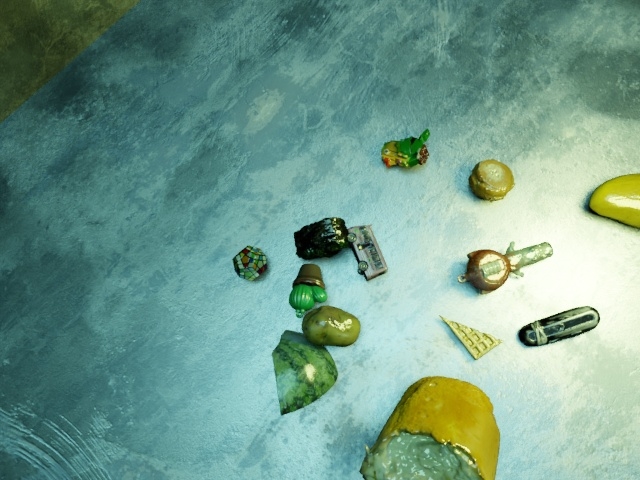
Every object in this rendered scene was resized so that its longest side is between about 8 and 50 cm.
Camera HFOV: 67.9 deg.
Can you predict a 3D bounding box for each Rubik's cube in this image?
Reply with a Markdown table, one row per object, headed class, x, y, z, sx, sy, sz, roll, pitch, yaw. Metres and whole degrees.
| class | x | y | z | sx | sy | sz | roll | pitch | yaw |
| --- | --- | --- | --- | --- | --- | --- | --- | --- | --- |
| Rubik's cube | -0.262 | 0.084 | 1.765 | 0.133 | 0.133 | 0.112 | 30 | 105 | 15 |

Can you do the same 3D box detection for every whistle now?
| class | x | y | z | sx | sy | sz | roll | pitch | yaw |
| --- | --- | --- | --- | --- | --- | --- | --- | --- | --- |
| whistle | 0.630 | 0.083 | 1.630 | 0.346 | 0.134 | 0.142 | -18 | 63 | -5 |

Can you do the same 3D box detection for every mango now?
| class | x | y | z | sx | sy | sz | roll | pitch | yaw |
| --- | --- | --- | --- | --- | --- | --- | --- | --- | --- |
| mango | 1.104 | -0.137 | 1.610 | 0.331 | 0.142 | 0.195 | 20 | 73 | 16 |

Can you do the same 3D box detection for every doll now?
| class | x | y | z | sx | sy | sz | roll | pitch | yaw |
| --- | --- | --- | --- | --- | --- | --- | --- | --- | --- |
| doll | 0.322 | -0.341 | 1.802 | 0.186 | 0.106 | 0.134 | -7 | 67 | 23 |

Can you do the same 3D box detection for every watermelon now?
| class | x | y | z | sx | sy | sz | roll | pitch | yaw |
| --- | --- | --- | --- | --- | --- | --- | --- | --- | --- |
| watermelon | -0.072 | 0.429 | 1.624 | 0.176 | 0.256 | 0.260 | -23 | 75 | 48 |

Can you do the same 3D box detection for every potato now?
| class | x | y | z | sx | sy | sz | roll | pitch | yaw |
| --- | --- | --- | --- | --- | --- | --- | --- | --- | --- |
| potato | 0.035 | 0.298 | 1.629 | 0.200 | 0.154 | 0.137 | 8 | 104 | -17 |

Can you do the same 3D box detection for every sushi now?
| class | x | y | z | sx | sy | sz | roll | pitch | yaw |
| --- | --- | --- | --- | --- | --- | --- | --- | --- | --- |
| sushi | 0.000 | 0.000 | 1.710 | 0.225 | 0.124 | 0.127 | -20 | 74 | 43 |

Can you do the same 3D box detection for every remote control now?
| class | x | y | z | sx | sy | sz | roll | pitch | yaw |
| --- | --- | --- | --- | --- | --- | --- | --- | --- | --- |
| remote control | 0.794 | 0.284 | 1.574 | 0.266 | 0.066 | 0.090 | -19 | 69 | 3 |

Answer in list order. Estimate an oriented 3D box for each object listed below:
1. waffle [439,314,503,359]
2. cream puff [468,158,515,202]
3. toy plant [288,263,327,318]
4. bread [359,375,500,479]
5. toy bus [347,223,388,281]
| class | x | y | z | sx | sy | sz | roll | pitch | yaw |
| --- | --- | --- | --- | --- | --- | --- | --- | --- | --- |
| waffle | 0.515 | 0.300 | 1.628 | 0.125 | 0.032 | 0.191 | -35 | 74 | -1 |
| cream puff | 0.613 | -0.213 | 1.717 | 0.150 | 0.115 | 0.165 | -1 | 65 | 1 |
| toy plant | -0.042 | 0.184 | 1.703 | 0.143 | 0.105 | 0.200 | -2 | 64 | 15 |
| bread | 0.339 | 0.568 | 1.406 | 0.361 | 0.394 | 0.250 | 2 | 116 | 27 |
| toy bus | 0.166 | 0.040 | 1.723 | 0.108 | 0.096 | 0.199 | -20 | 74 | -2 |
